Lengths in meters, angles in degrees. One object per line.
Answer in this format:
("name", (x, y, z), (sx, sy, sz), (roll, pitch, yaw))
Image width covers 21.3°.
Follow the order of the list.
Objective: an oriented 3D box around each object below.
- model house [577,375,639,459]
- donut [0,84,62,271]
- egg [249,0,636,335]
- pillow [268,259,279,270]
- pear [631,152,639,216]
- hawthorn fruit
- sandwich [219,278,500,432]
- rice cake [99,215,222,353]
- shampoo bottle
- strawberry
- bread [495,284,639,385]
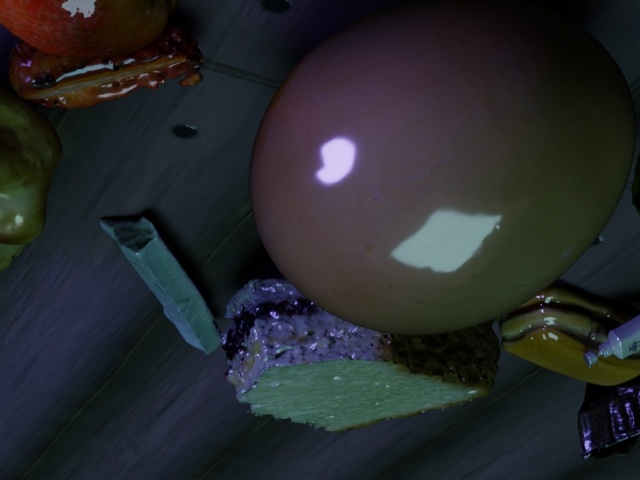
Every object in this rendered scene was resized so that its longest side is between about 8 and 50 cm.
("model house", (0.419, 0.209, 2.201), (0.106, 0.165, 0.152), (34, 140, -18))
("donut", (-0.432, -0.075, 1.687), (0.360, 0.170, 0.360), (9, 160, 3))
("egg", (0.107, -0.071, 1.544), (0.301, 0.301, 0.374), (25, 141, -35))
("pillow", (0.000, -0.001, 1.936), (0.090, 0.048, 0.150), (-12, 157, -19))
("pear", (0.466, -0.015, 1.715), (0.238, 0.164, 0.255), (17, 180, 41))
("hawthorn fruit", (-0.215, -0.250, 1.386), (0.225, 0.196, 0.196), (14, 156, 23))
("sandwich", (0.027, 0.130, 2.050), (0.262, 0.131, 0.325), (-17, 157, 33))
("rice cake", (-0.186, 0.051, 2.057), (0.081, 0.051, 0.290), (27, 161, 28))
("shampoo bottle", (0.382, 0.114, 2.063), (0.141, 0.034, 0.049), (-27, 139, -9))
("strawberry", (-0.205, -0.178, 1.619), (0.188, 0.082, 0.121), (-10, 170, 4))
("bread", (0.317, 0.121, 2.115), (0.200, 0.077, 0.116), (21, 154, -28))
